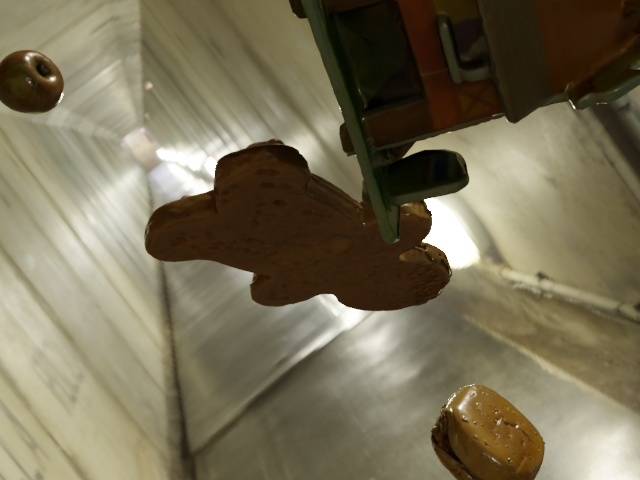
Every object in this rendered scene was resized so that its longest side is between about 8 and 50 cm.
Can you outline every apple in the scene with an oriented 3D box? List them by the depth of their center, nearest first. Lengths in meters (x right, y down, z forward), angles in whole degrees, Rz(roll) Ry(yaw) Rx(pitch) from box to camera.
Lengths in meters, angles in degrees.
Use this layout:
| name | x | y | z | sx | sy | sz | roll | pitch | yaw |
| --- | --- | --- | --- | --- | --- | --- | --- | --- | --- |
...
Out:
| name | x | y | z | sx | sy | sz | roll | pitch | yaw |
| --- | --- | --- | --- | --- | --- | --- | --- | --- | --- |
| apple | -0.380 | -0.205 | 1.262 | 0.074 | 0.089 | 0.089 | -52 | -1 | 28 |

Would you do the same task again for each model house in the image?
| name | x | y | z | sx | sy | sz | roll | pitch | yaw |
| --- | --- | --- | --- | --- | --- | --- | --- | --- | --- |
| model house | 0.157 | -0.206 | 0.747 | 0.312 | 0.242 | 0.358 | -12 | 29 | 11 |

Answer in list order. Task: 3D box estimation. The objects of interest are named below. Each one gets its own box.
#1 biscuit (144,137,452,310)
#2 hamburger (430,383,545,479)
| name | x | y | z | sx | sy | sz | roll | pitch | yaw |
| --- | --- | --- | --- | --- | --- | --- | --- | --- | --- |
| biscuit | 0.000 | 0.000 | 0.925 | 0.339 | 0.047 | 0.216 | 19 | -37 | -40 |
| hamburger | 0.213 | 0.259 | 1.232 | 0.138 | 0.147 | 0.083 | -38 | -13 | -51 |
